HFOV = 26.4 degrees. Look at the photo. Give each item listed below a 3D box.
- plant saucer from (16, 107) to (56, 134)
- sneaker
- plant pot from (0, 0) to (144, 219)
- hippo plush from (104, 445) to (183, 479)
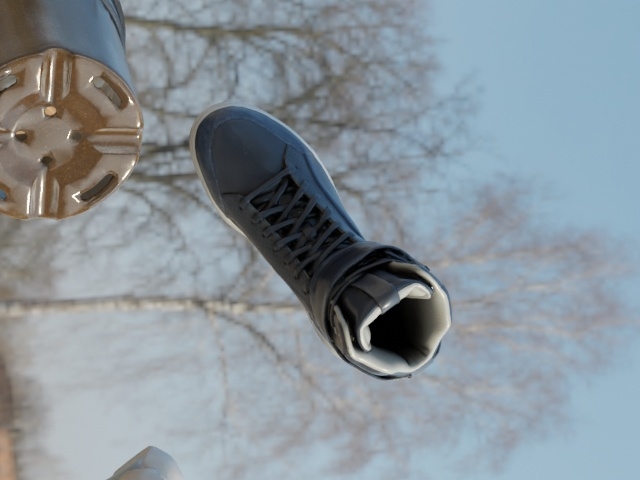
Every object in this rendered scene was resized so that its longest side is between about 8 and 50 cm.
[{"bbox_3d":[-0.296,-0.118,1.421,0.013,0.083,0.083,4,-81,45],"label":"plant saucer"},{"bbox_3d":[0.002,-0.001,0.927,0.226,0.086,0.163,53,-7,-13],"label":"sneaker"},{"bbox_3d":[-0.199,-0.107,0.943,0.165,0.167,0.167,-123,-148,-52],"label":"plant pot"},{"bbox_3d":[-0.213,0.395,1.445,0.236,0.294,0.234,53,23,-4],"label":"hippo plush"}]
